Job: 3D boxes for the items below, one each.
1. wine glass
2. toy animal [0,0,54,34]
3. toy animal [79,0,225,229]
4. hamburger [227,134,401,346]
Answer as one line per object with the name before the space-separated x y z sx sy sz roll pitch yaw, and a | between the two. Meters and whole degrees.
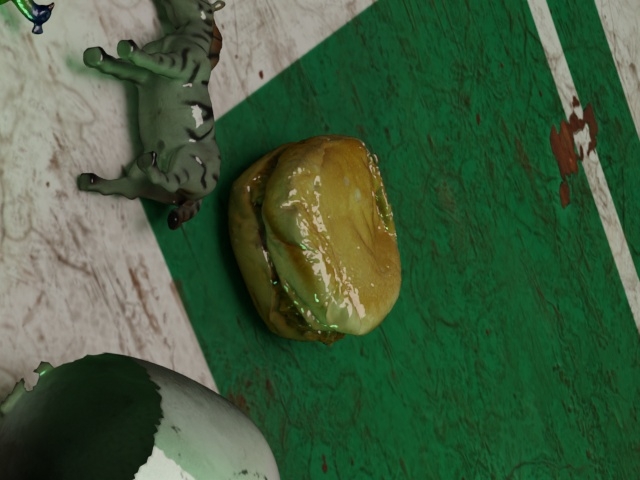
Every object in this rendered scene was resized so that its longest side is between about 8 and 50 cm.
wine glass | -0.119 0.239 1.623 0.323 0.238 0.238 52 43 -43
toy animal | -0.305 -0.242 1.630 0.217 0.041 0.075 26 63 -45
toy animal | -0.146 -0.141 1.796 0.170 0.090 0.255 33 59 -52
hamburger | -0.001 0.001 1.951 0.214 0.108 0.213 18 68 -54
